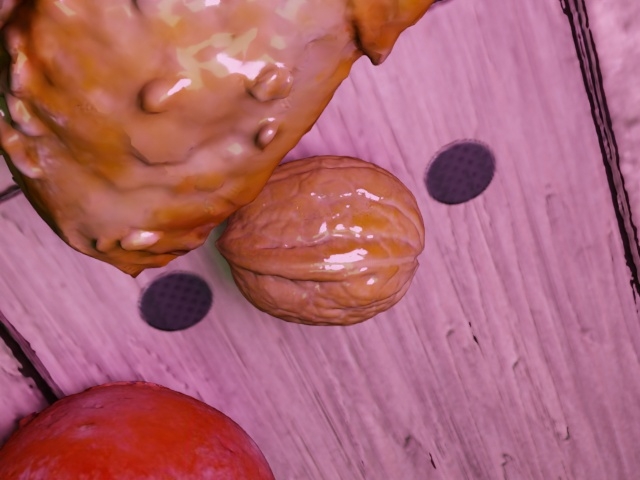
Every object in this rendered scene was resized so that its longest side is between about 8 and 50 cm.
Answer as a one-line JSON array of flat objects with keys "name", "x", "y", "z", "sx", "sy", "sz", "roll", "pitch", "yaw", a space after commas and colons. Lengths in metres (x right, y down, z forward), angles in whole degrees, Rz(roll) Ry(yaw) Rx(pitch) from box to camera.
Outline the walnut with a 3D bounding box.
[{"name": "walnut", "x": 0.000, "y": 0.000, "z": 0.717, "sx": 0.124, "sy": 0.105, "sz": 0.105, "roll": 3, "pitch": 125, "yaw": -1}]

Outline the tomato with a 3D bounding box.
[{"name": "tomato", "x": -0.122, "y": 0.199, "z": 0.766, "sx": 0.208, "sy": 0.184, "sz": 0.208, "roll": -8, "pitch": 128, "yaw": -11}]

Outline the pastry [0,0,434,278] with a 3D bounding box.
[{"name": "pastry", "x": -0.043, "y": -0.139, "z": 0.513, "sx": 0.162, "sy": 0.255, "sz": 0.311, "roll": 40, "pitch": 107, "yaw": -18}]
